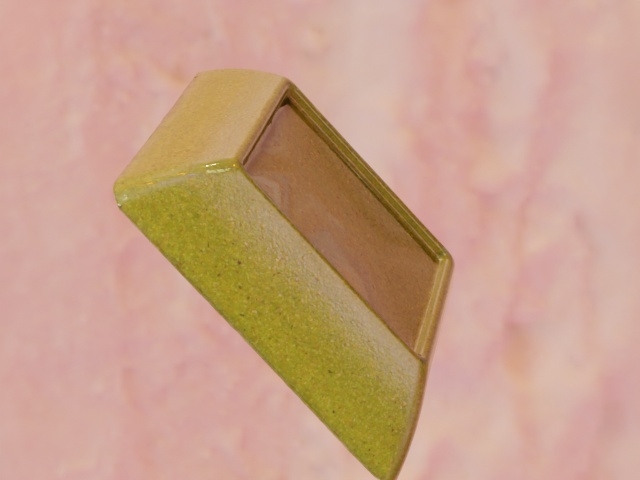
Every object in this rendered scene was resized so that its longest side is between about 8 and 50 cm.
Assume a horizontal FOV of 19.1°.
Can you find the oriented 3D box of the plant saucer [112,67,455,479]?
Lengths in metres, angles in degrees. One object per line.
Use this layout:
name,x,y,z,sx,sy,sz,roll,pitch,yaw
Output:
plant saucer,0.000,0.000,0.920,0.188,0.045,0.188,47,23,-10
